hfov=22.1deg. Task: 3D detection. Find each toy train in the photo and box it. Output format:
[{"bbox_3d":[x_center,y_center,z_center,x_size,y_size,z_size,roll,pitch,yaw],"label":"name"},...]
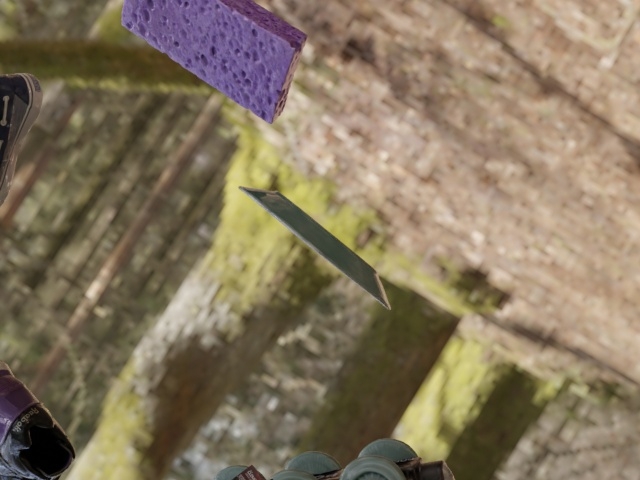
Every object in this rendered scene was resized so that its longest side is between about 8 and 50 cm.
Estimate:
[{"bbox_3d":[-0.007,0.332,1.784,0.333,0.190,0.142,-12,-178,12],"label":"toy train"}]

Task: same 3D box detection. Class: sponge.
[{"bbox_3d":[-0.116,-0.221,1.725,0.210,0.031,0.117,34,140,13],"label":"sponge"}]

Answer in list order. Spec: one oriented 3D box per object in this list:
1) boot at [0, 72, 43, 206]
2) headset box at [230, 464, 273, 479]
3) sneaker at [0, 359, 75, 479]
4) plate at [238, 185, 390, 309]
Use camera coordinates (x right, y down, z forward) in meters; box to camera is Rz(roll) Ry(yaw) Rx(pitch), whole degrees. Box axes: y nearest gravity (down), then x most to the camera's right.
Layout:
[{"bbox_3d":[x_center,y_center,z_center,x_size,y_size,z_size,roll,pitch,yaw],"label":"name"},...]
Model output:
[{"bbox_3d":[-0.375,-0.103,1.780,0.086,0.190,0.069,-3,-140,-44],"label":"boot"},{"bbox_3d":[-0.082,0.272,1.688,0.032,0.083,0.062,50,170,30],"label":"headset box"},{"bbox_3d":[-0.353,0.264,1.996,0.124,0.107,0.283,35,161,24],"label":"sneaker"},{"bbox_3d":[0.000,0.000,1.570,0.188,0.024,0.188,38,180,0],"label":"plate"}]
